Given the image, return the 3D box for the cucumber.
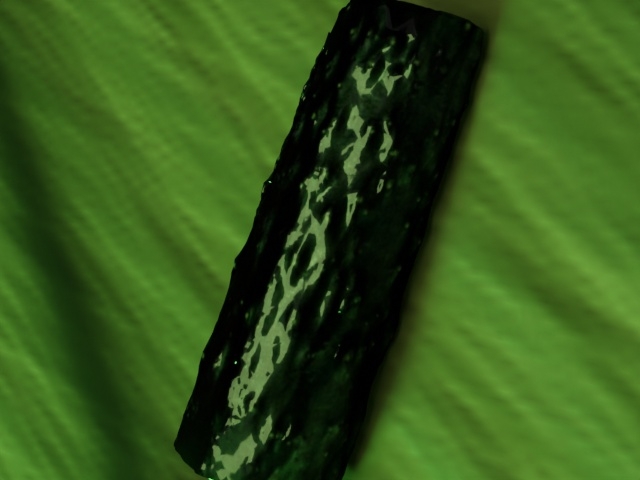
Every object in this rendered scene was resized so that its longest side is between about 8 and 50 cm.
[{"bbox_3d":[-0.003,-0.001,0.666,0.078,0.062,0.211,23,101,39],"label":"cucumber"}]
